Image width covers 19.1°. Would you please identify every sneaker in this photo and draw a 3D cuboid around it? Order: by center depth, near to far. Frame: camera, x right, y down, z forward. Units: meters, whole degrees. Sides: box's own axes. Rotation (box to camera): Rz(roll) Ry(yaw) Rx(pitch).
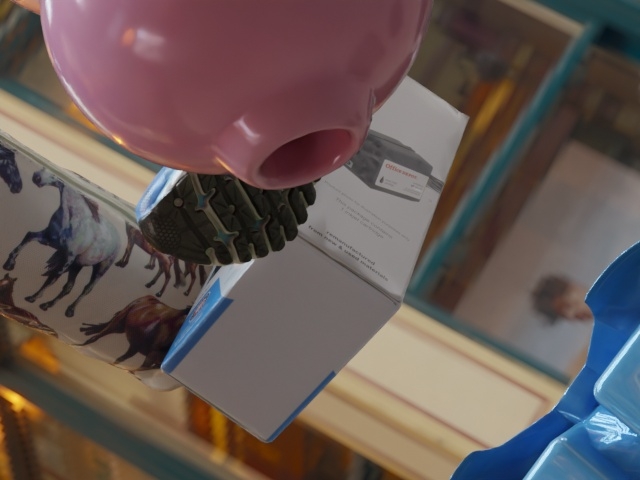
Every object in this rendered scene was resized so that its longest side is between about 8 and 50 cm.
[{"bbox_3d":[-0.037,-0.040,0.856,0.162,0.073,0.063,-48,-53,-47],"label":"sneaker"}]

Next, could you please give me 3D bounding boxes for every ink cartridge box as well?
[{"bbox_3d":[0.000,0.000,1.758,0.223,0.129,0.307,-50,10,37],"label":"ink cartridge box"}]

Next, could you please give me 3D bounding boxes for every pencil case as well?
[{"bbox_3d":[-0.265,-0.006,1.847,0.183,0.410,0.160,-46,26,31],"label":"pencil case"}]

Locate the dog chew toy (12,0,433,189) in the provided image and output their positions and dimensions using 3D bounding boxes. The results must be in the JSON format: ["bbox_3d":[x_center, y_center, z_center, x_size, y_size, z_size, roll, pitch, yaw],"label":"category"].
[{"bbox_3d":[-0.063,-0.168,0.659,0.206,0.332,0.206,-19,-21,-8],"label":"dog chew toy"}]

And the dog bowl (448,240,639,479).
[{"bbox_3d":[0.188,0.129,1.068,0.297,0.166,0.074,-55,-25,11],"label":"dog bowl"}]
